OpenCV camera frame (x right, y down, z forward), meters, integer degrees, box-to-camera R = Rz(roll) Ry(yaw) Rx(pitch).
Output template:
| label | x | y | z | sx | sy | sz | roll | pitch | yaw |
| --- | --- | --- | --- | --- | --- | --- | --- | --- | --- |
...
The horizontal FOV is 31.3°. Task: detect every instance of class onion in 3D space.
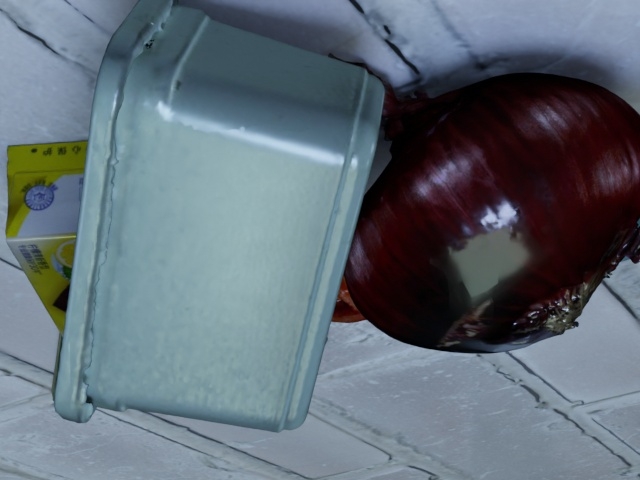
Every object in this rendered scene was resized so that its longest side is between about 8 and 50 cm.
| label | x | y | z | sx | sy | sz | roll | pitch | yaw |
| --- | --- | --- | --- | --- | --- | --- | --- | --- | --- |
| onion | 0.123 | -0.046 | 0.934 | 0.273 | 0.285 | 0.273 | -38 | 170 | -8 |

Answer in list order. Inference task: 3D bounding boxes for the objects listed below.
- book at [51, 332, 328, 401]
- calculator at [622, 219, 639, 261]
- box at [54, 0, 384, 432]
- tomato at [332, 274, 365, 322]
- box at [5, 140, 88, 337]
| label | x | y | z | sx | sy | sz | roll | pitch | yaw |
| --- | --- | --- | --- | --- | --- | --- | --- | --- | --- |
| book | -0.172 | 0.162 | 1.445 | 0.323 | 0.018 | 0.228 | 3 | 152 | -14 |
| calculator | 0.233 | -0.012 | 1.147 | 0.299 | 0.041 | 0.185 | -10 | 152 | 8 |
| box | -0.070 | -0.004 | 0.829 | 0.183 | 0.175 | 0.311 | 14 | 121 | 0 |
| tomato | -0.007 | -0.005 | 1.082 | 0.174 | 0.082 | 0.166 | -2 | 132 | 42 |
| box | -0.182 | 0.013 | 1.075 | 0.169 | 0.097 | 0.265 | -3 | 152 | -1 |
